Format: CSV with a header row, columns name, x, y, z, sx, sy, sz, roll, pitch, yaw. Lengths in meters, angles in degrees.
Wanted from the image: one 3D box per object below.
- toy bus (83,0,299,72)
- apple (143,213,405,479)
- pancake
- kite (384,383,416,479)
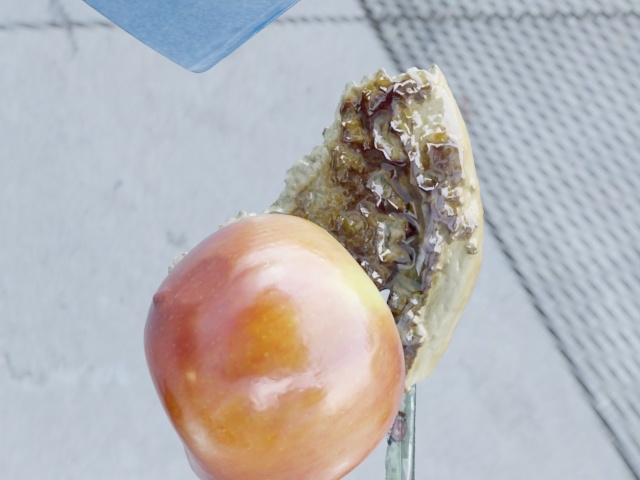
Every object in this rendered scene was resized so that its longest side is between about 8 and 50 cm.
name,x,y,z,sx,sy,sz,roll,pitch,yaw
toy bus,-0.010,-0.178,0.817,0.116,0.234,0.133,35,49,-23
apple,-0.029,0.068,1.117,0.139,0.163,0.163,-34,80,-7
pancake,0.000,0.000,1.442,0.244,0.266,0.057,-5,24,14
kite,0.056,0.288,1.562,0.014,0.406,0.368,4,85,-38
